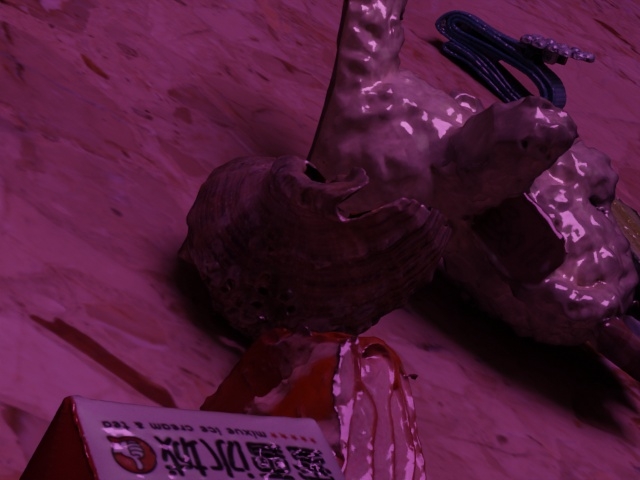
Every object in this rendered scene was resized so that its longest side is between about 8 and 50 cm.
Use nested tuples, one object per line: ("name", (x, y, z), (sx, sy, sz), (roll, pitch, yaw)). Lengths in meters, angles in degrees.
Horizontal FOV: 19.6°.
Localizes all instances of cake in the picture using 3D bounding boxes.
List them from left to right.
("cake", (0.015, 0.166, 1.137), (0.098, 0.135, 0.287), (30, 28, -45))

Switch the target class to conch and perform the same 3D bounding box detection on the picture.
("conch", (0.000, 0.000, 1.344), (0.178, 0.245, 0.163), (-7, 78, -21))

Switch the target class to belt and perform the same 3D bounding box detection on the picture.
("belt", (0.219, -0.222, 2.161), (0.179, 0.100, 0.065), (37, 20, 16))

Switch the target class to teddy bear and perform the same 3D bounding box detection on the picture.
("teddy bear", (0.173, -0.089, 1.584), (0.362, 0.375, 0.327), (14, -3, -3))

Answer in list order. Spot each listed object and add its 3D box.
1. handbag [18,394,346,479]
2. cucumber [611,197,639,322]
("handbag", (-0.048, 0.230, 0.893), (0.171, 0.151, 0.298), (9, 40, -36))
("cucumber", (0.310, 0.040, 1.798), (0.115, 0.063, 0.244), (22, 26, -41))
